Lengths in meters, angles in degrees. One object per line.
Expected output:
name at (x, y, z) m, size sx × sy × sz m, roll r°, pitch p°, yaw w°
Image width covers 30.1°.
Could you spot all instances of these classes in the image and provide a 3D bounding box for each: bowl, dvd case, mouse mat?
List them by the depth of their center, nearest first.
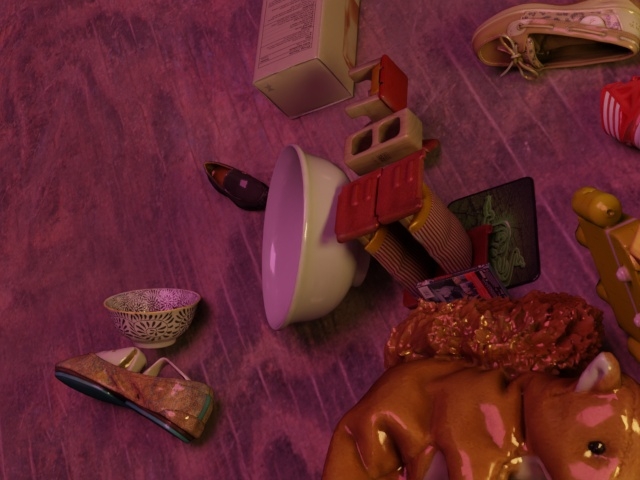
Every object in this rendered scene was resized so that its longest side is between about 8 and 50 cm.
dvd case at (0.211, 0.079, 1.732) m, size 0.119 × 0.087 × 0.013 m, roll -19°, pitch 34°, yaw 30°
mouse mat at (0.259, -0.002, 1.807) m, size 0.153 × 0.007 × 0.189 m, roll -19°, pitch 52°, yaw 29°
bowl at (0.000, 0.000, 1.883) m, size 0.298 × 0.134 × 0.297 m, roll -175°, pitch 90°, yaw -77°
bowl at (-0.293, 0.141, 2.086) m, size 0.170 × 0.170 × 0.080 m, roll 11°, pitch 107°, yaw 43°

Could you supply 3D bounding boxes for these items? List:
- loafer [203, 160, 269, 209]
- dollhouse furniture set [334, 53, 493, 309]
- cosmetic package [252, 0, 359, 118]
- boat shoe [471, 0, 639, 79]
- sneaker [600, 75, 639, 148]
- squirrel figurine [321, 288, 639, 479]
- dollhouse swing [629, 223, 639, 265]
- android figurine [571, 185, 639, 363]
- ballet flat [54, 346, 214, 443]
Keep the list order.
loafer at (-0.156, -0.102, 2.177) m, size 0.170 × 0.061 × 0.062 m, roll 21°, pitch 76°, yaw 45°
dollhouse furniture set at (0.149, -0.107, 1.831) m, size 0.152 × 0.201 × 0.374 m, roll -23°, pitch 43°, yaw 30°
cosmetic package at (-0.021, -0.394, 2.219) m, size 0.153 × 0.129 × 0.296 m, roll -15°, pitch 53°, yaw 30°
boat shoe at (0.363, -0.312, 1.862) m, size 0.285 × 0.104 × 0.089 m, roll -7°, pitch 55°, yaw 35°
sneaker at (0.483, -0.239, 1.728) m, size 0.128 × 0.087 × 0.221 m, roll 30°, pitch 81°, yaw 45°
squirrel figurine at (0.243, 0.202, 1.465) m, size 0.370 × 0.281 × 0.397 m, roll -24°, pitch 40°, yaw 38°
dollhouse swing at (0.556, 0.018, 1.298) m, size 0.305 × 0.347 × 0.315 m, roll -48°, pitch 43°, yaw 1°
android figurine at (0.388, 0.051, 1.487) m, size 0.056 × 0.248 × 0.273 m, roll -23°, pitch 13°, yaw 1°
ballet flat at (-0.312, 0.243, 2.035) m, size 0.348 × 0.123 × 0.123 m, roll 16°, pitch 73°, yaw 39°
